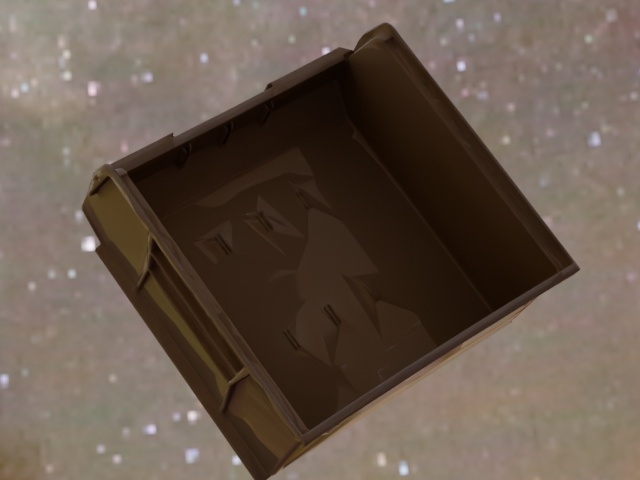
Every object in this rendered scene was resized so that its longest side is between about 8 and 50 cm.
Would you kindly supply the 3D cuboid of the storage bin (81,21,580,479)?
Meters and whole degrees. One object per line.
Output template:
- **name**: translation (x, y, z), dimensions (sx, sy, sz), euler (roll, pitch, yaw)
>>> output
- **storage bin**: translation (0.000, 0.000, 1.281), dimensions (0.262, 0.260, 0.123), euler (-30, -13, -27)
